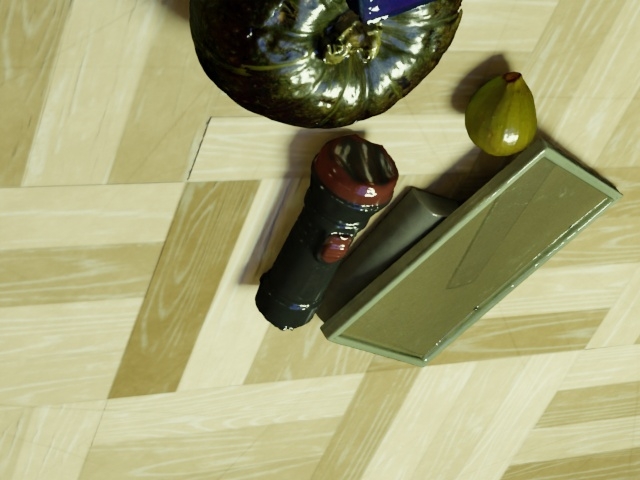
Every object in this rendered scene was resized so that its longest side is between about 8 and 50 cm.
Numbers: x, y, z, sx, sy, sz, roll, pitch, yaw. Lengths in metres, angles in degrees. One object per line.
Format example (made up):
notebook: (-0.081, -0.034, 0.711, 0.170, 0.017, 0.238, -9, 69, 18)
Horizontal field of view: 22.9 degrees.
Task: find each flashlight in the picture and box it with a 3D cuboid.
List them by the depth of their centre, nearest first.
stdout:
flashlight: (0.000, 0.000, 1.615, 0.093, 0.093, 0.232, -1, 136, -31)

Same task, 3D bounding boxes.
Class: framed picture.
framed picture: (0.174, 0.023, 1.767, 0.324, 0.020, 0.240, -43, 151, 17)

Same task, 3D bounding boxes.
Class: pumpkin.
pumpkin: (0.009, -0.196, 1.325, 0.238, 0.159, 0.238, -13, 139, -12)

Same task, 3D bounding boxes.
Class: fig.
fig: (0.184, -0.130, 1.587, 0.074, 0.074, 0.088, -7, 125, -25)

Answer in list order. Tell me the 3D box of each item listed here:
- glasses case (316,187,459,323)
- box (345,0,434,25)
glasses case: (0.071, 0.022, 1.727, 0.072, 0.042, 0.190, 10, 130, -49)
box: (0.118, -0.320, 1.104, 0.261, 0.116, 0.279, -20, 141, -10)
